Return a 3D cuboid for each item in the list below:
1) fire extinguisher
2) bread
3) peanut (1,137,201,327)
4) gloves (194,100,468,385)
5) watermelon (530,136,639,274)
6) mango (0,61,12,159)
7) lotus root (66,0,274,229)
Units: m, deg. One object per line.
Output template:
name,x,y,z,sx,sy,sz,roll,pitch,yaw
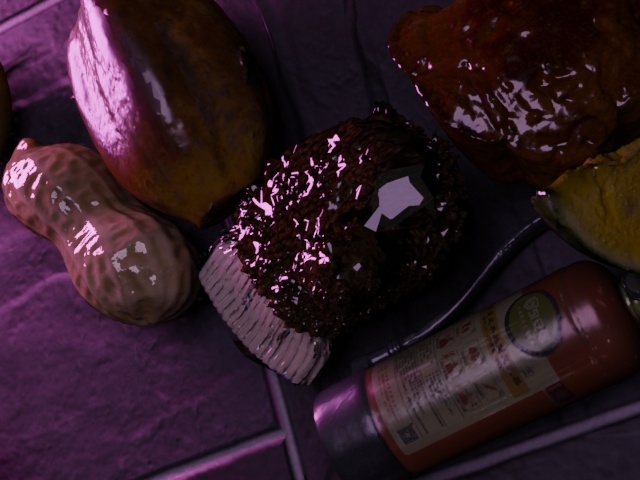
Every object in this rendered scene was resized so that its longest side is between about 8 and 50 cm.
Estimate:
fire extinguisher,0.167,0.082,1.249,0.376,0.113,0.200,-27,69,19
bread,0.203,-0.155,1.243,0.232,0.135,0.247,-36,52,-5
peanut,-0.240,-0.011,1.463,0.298,0.120,0.136,42,124,30
gloves,0.007,0.003,1.284,0.312,0.135,0.210,-52,43,34
watermelon,0.304,-0.052,1.172,0.301,0.129,0.123,-28,46,-24
mango,-0.418,-0.148,1.590,0.130,0.092,0.195,0,84,24
lotus root,-0.148,-0.149,1.426,0.193,0.193,0.291,-36,64,15
